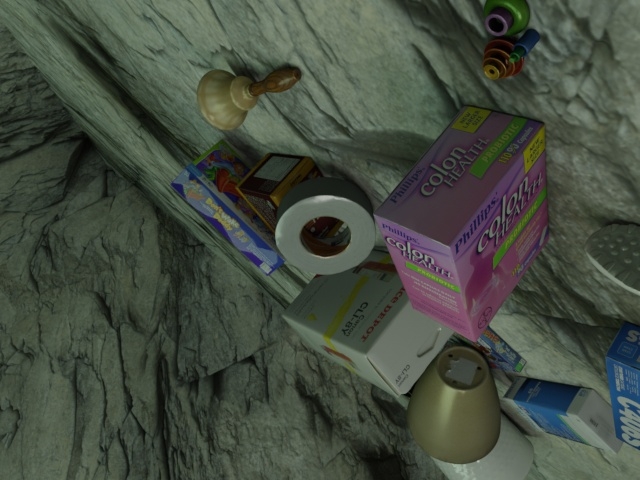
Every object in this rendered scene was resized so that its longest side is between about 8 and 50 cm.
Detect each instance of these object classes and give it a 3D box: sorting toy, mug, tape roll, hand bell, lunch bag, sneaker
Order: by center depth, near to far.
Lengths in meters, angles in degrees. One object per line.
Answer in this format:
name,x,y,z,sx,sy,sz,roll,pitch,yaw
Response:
sorting toy,0.197,-0.212,0.566,0.061,0.042,0.102,28,159,35
sneaker,0.445,0.058,0.647,0.235,0.090,0.095,31,170,34
hand bell,-0.121,-0.294,1.007,0.242,0.126,0.126,0,138,46
tape roll,0.011,-0.028,1.148,0.219,0.219,0.072,52,-158,-32
lunch bag,0.392,0.330,1.492,0.083,0.053,0.071,20,156,30
mug,0.483,0.630,1.751,0.328,0.276,0.374,45,-166,4

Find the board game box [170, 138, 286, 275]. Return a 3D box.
board game box,-0.211,-0.097,1.440,0.347,0.233,0.078,44,119,-12

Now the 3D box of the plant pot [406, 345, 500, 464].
plant pot,0.359,0.404,1.367,0.256,0.256,0.274,31,147,31

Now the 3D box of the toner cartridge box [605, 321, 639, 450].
toner cartridge box,0.598,0.288,0.898,0.165,0.075,0.348,22,155,44

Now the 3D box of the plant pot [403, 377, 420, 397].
plant pot,0.260,0.387,1.724,0.187,0.167,0.188,45,164,-14

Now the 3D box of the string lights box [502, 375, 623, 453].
string lights box,0.574,0.408,1.246,0.133,0.077,0.260,44,163,-7

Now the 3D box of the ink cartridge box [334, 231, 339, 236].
ink cartridge box,0.000,0.000,1.431,0.056,0.099,0.135,30,161,33

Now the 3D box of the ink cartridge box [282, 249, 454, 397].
ink cartridge box,0.122,0.175,1.302,0.160,0.279,0.385,51,160,-27

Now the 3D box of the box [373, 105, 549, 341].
box,0.210,-0.018,0.731,0.117,0.213,0.243,27,158,39

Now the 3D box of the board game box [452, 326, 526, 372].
board game box,0.395,0.248,1.306,0.201,0.035,0.136,43,163,-6

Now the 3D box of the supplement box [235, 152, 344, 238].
supplement box,-0.068,-0.097,1.284,0.194,0.129,0.191,18,152,53
